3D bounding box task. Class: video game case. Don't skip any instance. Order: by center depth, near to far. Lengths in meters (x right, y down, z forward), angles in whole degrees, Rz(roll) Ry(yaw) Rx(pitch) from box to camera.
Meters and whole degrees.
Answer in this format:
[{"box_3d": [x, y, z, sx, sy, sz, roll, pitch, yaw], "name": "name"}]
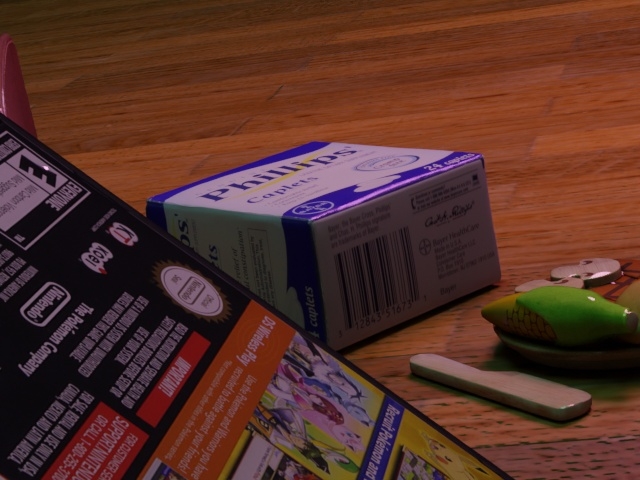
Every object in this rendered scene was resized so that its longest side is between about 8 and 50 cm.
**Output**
[{"box_3d": [-0.033, 0.076, 0.503, 0.248, 0.035, 0.275, 35, 17, -2], "name": "video game case"}]

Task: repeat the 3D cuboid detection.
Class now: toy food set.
[{"box_3d": [0.142, 0.024, 0.891, 0.192, 0.038, 0.132, -19, 17, -31], "name": "toy food set"}]

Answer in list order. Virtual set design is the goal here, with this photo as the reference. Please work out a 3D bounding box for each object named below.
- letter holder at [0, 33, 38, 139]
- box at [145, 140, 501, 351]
[{"box_3d": [-0.260, -0.082, 1.204, 0.152, 0.214, 0.302, -11, 14, -5], "name": "letter holder"}, {"box_3d": [0.000, 0.000, 1.009, 0.126, 0.072, 0.137, -21, 18, -39], "name": "box"}]
